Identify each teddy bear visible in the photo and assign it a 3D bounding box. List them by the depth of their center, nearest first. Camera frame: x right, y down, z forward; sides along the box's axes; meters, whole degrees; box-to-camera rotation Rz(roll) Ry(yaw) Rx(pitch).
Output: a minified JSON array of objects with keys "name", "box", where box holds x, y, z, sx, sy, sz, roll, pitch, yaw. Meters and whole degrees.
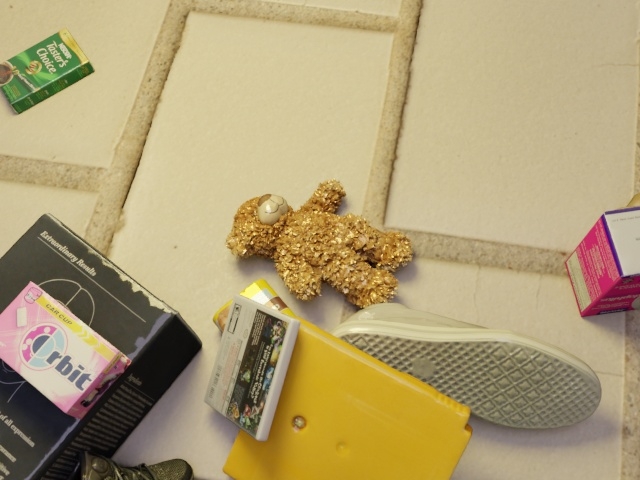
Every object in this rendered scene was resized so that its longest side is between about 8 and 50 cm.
[{"name":"teddy bear","box":[0.000,0.000,1.261,0.338,0.113,0.245,37,72,16]}]

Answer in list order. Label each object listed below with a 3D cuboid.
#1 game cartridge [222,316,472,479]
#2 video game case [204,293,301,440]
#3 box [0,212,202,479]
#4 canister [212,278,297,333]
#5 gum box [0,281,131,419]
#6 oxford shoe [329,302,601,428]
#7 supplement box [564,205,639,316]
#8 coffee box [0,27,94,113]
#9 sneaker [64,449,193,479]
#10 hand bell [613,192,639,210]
[{"name":"game cartridge","box":[0.040,0.315,1.095,0.323,0.052,0.285,27,101,11]},{"name":"video game case","box":[-0.112,0.195,1.117,0.173,0.022,0.190,16,89,52]},{"name":"box","box":[-0.442,0.212,1.137,0.293,0.212,0.395,35,74,16]},{"name":"canister","box":[-0.091,0.165,1.216,0.126,0.073,0.170,-39,69,-11]},{"name":"gum box","box":[-0.376,0.160,1.008,0.188,0.062,0.107,34,73,15]},{"name":"oxford shoe","box":[0.231,0.195,1.159,0.449,0.130,0.169,10,111,6]},{"name":"supplement box","box":[0.499,0.038,1.163,0.111,0.220,0.114,-8,69,0]},{"name":"coffee box","box":[-0.582,-0.357,1.472,0.184,0.040,0.113,-32,70,-10]},{"name":"sneaker","box":[-0.297,0.371,1.076,0.227,0.130,0.087,-12,32,-33]},{"name":"hand bell","box":[0.617,-0.093,1.293,0.126,0.126,0.242,28,58,13]}]
